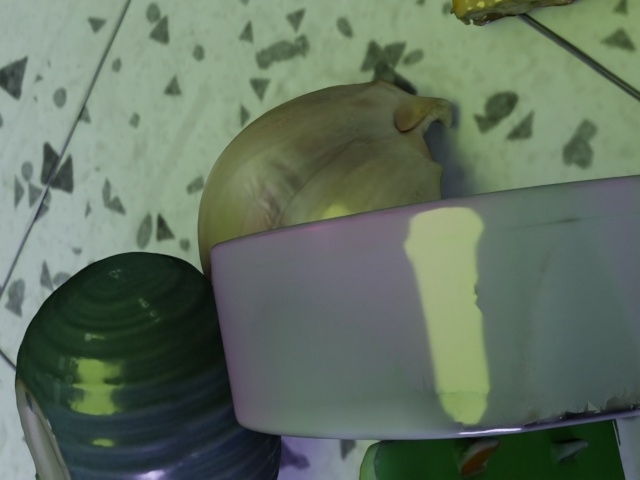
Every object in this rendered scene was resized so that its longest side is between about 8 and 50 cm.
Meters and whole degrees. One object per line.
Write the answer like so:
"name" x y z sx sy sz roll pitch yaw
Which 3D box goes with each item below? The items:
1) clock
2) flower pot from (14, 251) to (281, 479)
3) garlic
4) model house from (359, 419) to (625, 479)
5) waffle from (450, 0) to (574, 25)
"clock" 0.113 0.030 0.814 0.338 0.338 0.102 -8 88 39
"flower pot" -0.122 0.125 1.097 0.189 0.157 0.243 34 142 50
"garlic" 0.000 0.000 1.060 0.217 0.110 0.228 27 108 39
"model house" 0.008 0.230 0.894 0.313 0.357 0.242 -12 86 29
"waffle" 0.168 -0.264 0.946 0.248 0.055 0.221 -12 84 39
